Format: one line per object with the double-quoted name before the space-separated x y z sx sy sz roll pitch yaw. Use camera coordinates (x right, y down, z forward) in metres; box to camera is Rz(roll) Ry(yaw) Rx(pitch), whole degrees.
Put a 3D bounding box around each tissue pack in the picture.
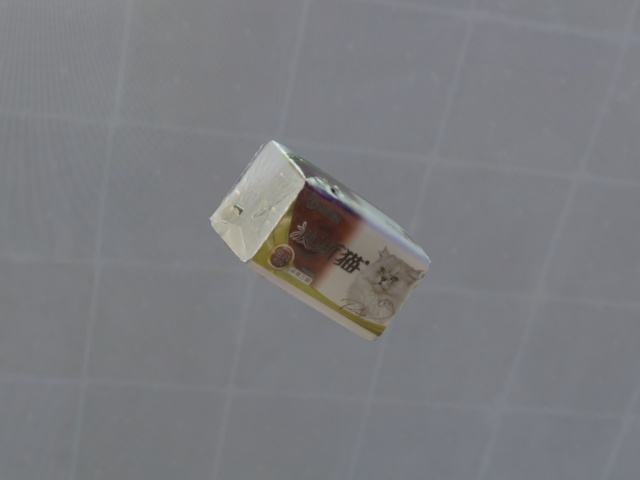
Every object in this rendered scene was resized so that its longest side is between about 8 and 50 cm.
"tissue pack" 0.001 0.000 1.123 0.148 0.106 0.099 33 -84 -32
